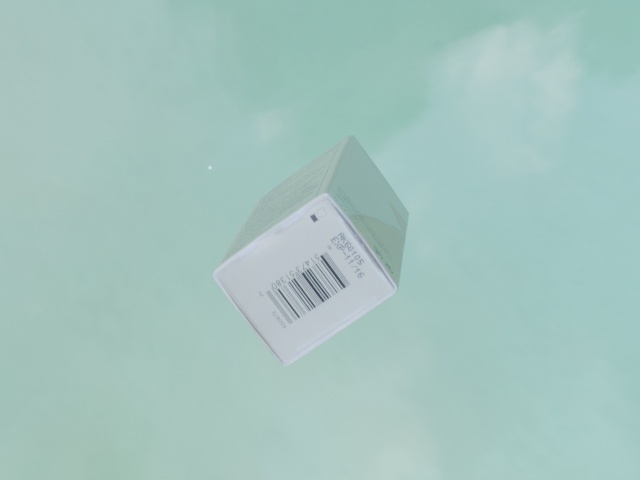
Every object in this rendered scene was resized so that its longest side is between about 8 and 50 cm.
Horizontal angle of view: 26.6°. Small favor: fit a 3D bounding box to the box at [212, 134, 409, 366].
[{"bbox_3d":[0.000,0.000,1.422,0.148,0.311,0.121,-35,98,15],"label":"box"}]
